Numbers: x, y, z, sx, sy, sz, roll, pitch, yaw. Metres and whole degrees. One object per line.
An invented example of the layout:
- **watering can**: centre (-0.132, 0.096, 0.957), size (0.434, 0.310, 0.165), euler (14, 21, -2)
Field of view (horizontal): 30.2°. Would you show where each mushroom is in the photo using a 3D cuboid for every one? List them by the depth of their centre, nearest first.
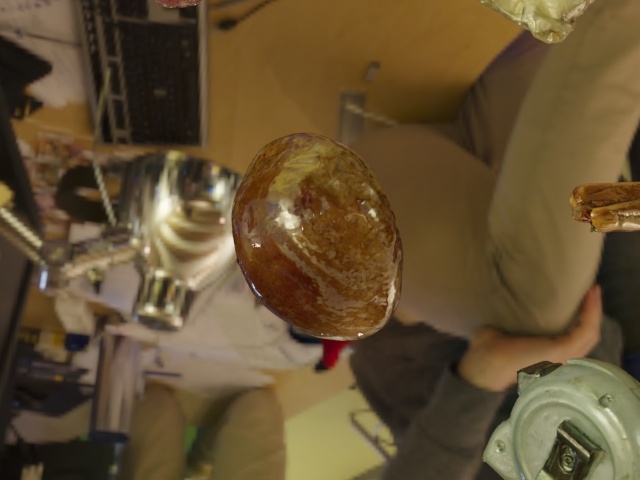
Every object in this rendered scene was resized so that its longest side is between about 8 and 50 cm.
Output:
- **mushroom**: centre (-0.007, 0.012, 1.533), size (0.263, 0.195, 0.283), euler (32, 158, 27)

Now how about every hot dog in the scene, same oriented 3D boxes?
- **hot dog**: centre (0.452, -0.048, 1.806), size (0.236, 0.092, 0.062), euler (-2, 133, -43)

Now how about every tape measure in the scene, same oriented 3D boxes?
- **tape measure**: centre (0.277, 0.223, 0.956), size (0.084, 0.330, 0.164), euler (-20, 133, -37)

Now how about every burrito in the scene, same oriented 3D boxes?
- **burrito**: centre (0.249, -0.410, 1.676), size (0.348, 0.175, 0.107), euler (32, 178, 24)

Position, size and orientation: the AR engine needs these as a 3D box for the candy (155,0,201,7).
- **candy**: centre (-0.123, -0.249, 1.003), size (0.043, 0.103, 0.103), euler (-6, 152, -1)
